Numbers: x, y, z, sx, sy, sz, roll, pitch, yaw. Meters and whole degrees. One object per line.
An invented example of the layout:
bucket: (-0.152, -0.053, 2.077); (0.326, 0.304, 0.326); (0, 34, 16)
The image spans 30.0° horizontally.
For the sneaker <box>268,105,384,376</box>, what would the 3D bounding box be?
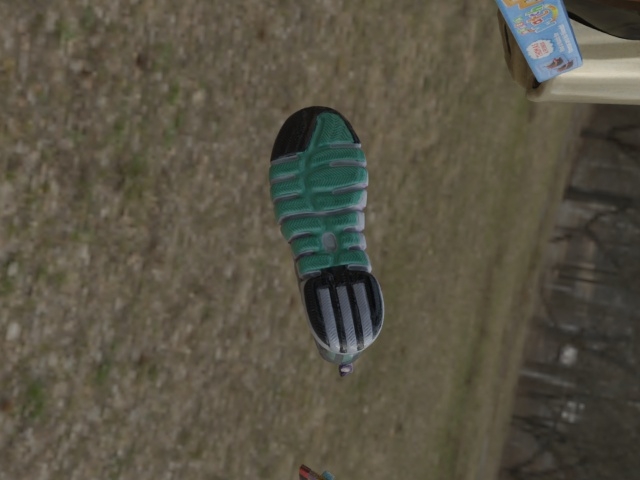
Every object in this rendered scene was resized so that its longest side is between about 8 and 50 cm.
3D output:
sneaker: (0.000, 0.000, 1.004); (0.098, 0.083, 0.223); (98, -13, -65)

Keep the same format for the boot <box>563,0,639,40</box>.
boot: (0.281, -0.243, 1.068); (0.112, 0.305, 0.115); (16, 97, -43)

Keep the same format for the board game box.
board game box: (0.108, -0.202, 0.736); (0.211, 0.039, 0.160); (26, 44, -68)

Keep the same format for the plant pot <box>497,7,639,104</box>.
plant pot: (0.390, -0.292, 1.454); (0.334, 0.306, 0.333); (174, -90, -83)

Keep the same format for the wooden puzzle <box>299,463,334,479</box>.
wooden puzzle: (0.002, 0.232, 1.098); (0.006, 0.049, 0.083); (-48, 154, -32)
